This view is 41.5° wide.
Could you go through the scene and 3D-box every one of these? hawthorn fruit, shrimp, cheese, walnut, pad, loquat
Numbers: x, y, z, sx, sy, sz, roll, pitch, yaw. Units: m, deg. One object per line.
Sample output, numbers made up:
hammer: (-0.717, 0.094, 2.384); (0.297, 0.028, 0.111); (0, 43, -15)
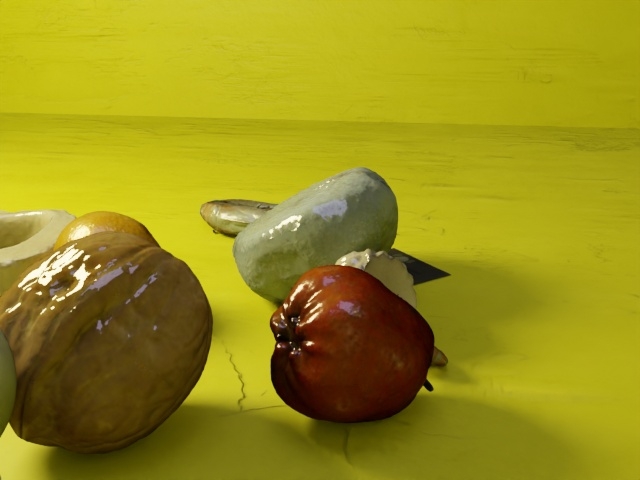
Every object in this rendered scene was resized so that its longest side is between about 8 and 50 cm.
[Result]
hawthorn fruit: (0.057, 0.159, 1.205); (0.261, 0.224, 0.224); (18, 12, -25)
shrimp: (-0.130, -0.056, 1.986); (0.360, 0.085, 0.247); (14, 18, 43)
cheese: (-0.612, 0.045, 1.594); (0.293, 0.153, 0.332); (5, 20, 14)
walnut: (-0.303, 0.141, 1.154); (0.313, 0.277, 0.252); (-53, 14, -22)
shrimp: (0.134, 0.154, 1.347); (0.163, 0.045, 0.095); (29, 12, -14)
pad: (0.162, 0.055, 1.762); (0.127, 0.004, 0.190); (-13, 24, -31)
loquat: (-0.379, 0.052, 1.501); (0.208, 0.208, 0.208); (-1, 20, 0)

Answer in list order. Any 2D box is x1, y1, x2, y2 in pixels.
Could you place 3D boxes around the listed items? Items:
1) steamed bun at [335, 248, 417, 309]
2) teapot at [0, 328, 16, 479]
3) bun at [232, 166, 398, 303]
steamed bun: (0.078, 0.099, 1.429); (0.183, 0.182, 0.106); (-20, 7, -43)
teapot: (-0.487, 0.183, 0.984); (0.252, 0.280, 0.424); (-36, 73, -30)
bun: (0.004, -0.003, 1.618); (0.355, 0.194, 0.354); (-27, 10, 5)
